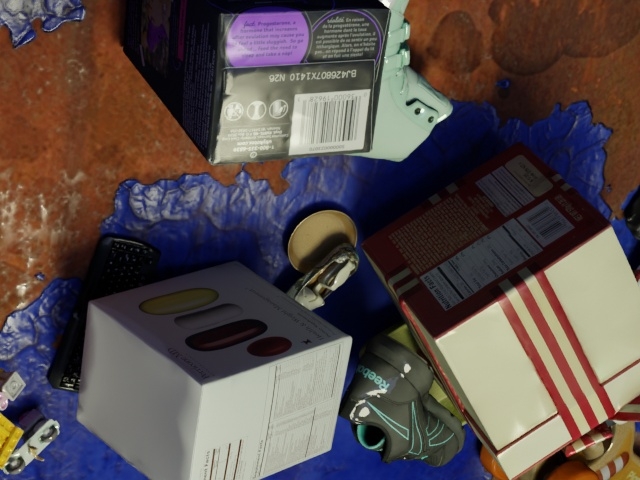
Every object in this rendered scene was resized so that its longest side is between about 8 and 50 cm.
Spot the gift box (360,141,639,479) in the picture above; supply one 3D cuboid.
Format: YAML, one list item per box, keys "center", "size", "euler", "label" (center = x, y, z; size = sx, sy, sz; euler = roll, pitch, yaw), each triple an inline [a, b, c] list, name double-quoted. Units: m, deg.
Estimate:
- center: [0.239, 0.078, 1.722]
  size: [0.276, 0.255, 0.258]
  euler: [-29, 124, 1]
  label: "gift box"

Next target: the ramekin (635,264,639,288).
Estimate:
- center: [0.517, 0.095, 1.950]
  size: [0.272, 0.127, 0.273]
  euler: [-9, 137, -9]
  label: "ramekin"

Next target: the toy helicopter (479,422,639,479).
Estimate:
- center: [0.384, 0.270, 2.059]
  size: [0.355, 0.140, 0.235]
  euler: [34, 92, -46]
  label: "toy helicopter"

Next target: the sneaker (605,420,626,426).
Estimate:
- center: [0.301, 0.156, 1.892]
  size: [0.153, 0.235, 0.094]
  euler: [-33, 120, 20]
  label: "sneaker"

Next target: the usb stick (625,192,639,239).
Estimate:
- center: [0.493, -0.004, 1.977]
  size: [0.278, 0.045, 0.077]
  euler: [19, 102, -32]
  label: "usb stick"

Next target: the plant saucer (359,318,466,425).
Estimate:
- center: [0.148, 0.139, 1.900]
  size: [0.188, 0.045, 0.188]
  euler: [-30, 127, -6]
  label: "plant saucer"

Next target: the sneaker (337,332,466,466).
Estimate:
- center: [0.083, 0.200, 1.781]
  size: [0.106, 0.101, 0.267]
  euler: [-53, 146, -15]
  label: "sneaker"

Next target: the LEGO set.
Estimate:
- center: [-0.380, 0.125, 1.640]
  size: [0.132, 0.107, 0.287]
  euler: [-45, 130, -40]
  label: "LEGO set"

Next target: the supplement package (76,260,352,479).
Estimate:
- center: [-0.113, 0.143, 1.654]
  size: [0.203, 0.194, 0.149]
  euler: [-16, 126, -42]
  label: "supplement package"

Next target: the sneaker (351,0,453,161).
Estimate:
- center: [0.081, -0.197, 1.643]
  size: [0.151, 0.094, 0.256]
  euler: [13, 122, -24]
  label: "sneaker"

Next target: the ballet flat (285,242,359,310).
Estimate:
- center: [-0.001, 0.050, 1.764]
  size: [0.114, 0.041, 0.041]
  euler: [-44, 126, 5]
  label: "ballet flat"

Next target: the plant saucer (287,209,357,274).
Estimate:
- center: [0.000, 0.000, 1.770]
  size: [0.083, 0.015, 0.083]
  euler: [-12, 123, -19]
  label: "plant saucer"

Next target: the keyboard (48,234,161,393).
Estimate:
- center: [-0.218, 0.090, 1.709]
  size: [0.100, 0.038, 0.192]
  euler: [11, 114, -29]
  label: "keyboard"

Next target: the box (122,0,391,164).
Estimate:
- center: [-0.067, -0.192, 1.469]
  size: [0.165, 0.270, 0.143]
  euler: [-5, 120, -22]
  label: "box"
